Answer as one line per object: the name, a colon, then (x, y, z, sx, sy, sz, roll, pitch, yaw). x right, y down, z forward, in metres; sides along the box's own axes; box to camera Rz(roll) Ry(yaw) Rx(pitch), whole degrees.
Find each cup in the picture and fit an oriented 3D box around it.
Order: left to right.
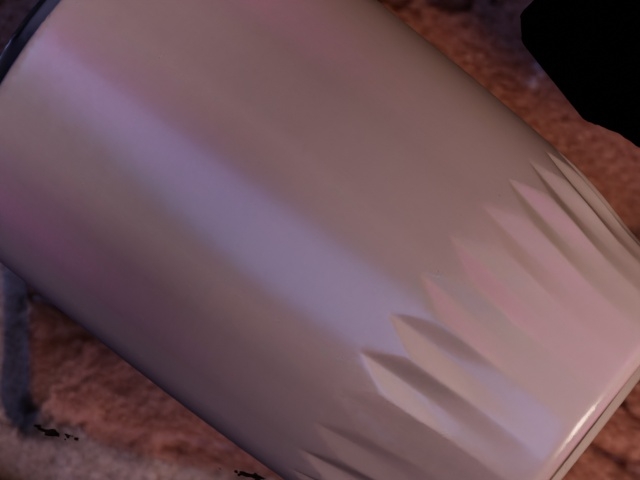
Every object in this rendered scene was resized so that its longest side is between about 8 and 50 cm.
cup: (0.000, 0.000, 1.017, 0.371, 0.253, 0.253, 39, 109, 11)

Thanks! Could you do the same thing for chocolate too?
chocolate: (0.198, -0.121, 1.004, 0.149, 0.080, 0.125, 31, 123, 23)
